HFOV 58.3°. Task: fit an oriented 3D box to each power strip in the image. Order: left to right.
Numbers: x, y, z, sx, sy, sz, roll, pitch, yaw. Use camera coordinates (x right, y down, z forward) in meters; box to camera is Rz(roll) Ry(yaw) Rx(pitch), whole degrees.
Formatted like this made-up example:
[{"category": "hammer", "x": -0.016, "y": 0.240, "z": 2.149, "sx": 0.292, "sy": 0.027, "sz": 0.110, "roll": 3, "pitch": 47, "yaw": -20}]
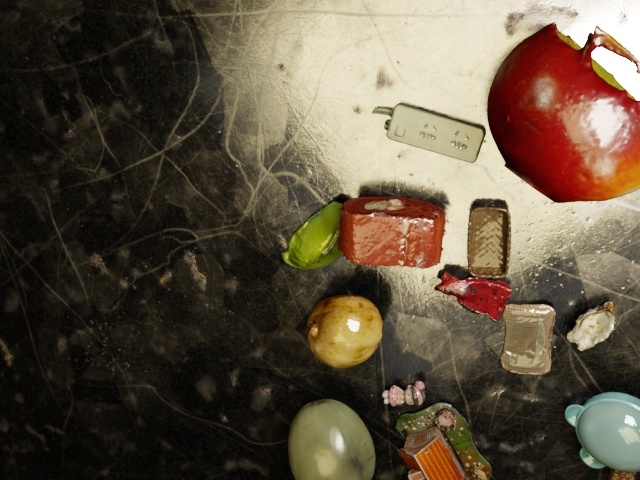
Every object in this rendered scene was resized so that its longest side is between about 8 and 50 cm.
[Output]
[{"category": "power strip", "x": 0.264, "y": -0.278, "z": 1.441, "sx": 0.288, "sy": 0.053, "sz": 0.093, "roll": 17, "pitch": 111, "yaw": 8}]

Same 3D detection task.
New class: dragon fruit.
[{"category": "dragon fruit", "x": 0.395, "y": 0.159, "z": 1.524, "sx": 0.192, "sy": 0.122, "sz": 0.092, "roll": 17, "pitch": 147, "yaw": 9}]

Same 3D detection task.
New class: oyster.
[{"category": "oyster", "x": 0.705, "y": 0.216, "z": 1.486, "sx": 0.103, "sy": 0.051, "sz": 0.148, "roll": 36, "pitch": 114, "yaw": -18}]

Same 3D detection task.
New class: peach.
[{"category": "peach", "x": 0.539, "y": -0.244, "z": 1.227, "sx": 0.406, "sy": 0.335, "sz": 0.310, "roll": 41, "pitch": 112, "yaw": -7}]

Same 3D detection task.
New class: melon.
[{"category": "melon", "x": 0.030, "y": 0.624, "z": 1.690, "sx": 0.272, "sy": 0.272, "sz": 0.308, "roll": -33, "pitch": 105, "yaw": 22}]

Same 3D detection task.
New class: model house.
[{"category": "model house", "x": 0.354, "y": 0.647, "z": 1.665, "sx": 0.207, "sy": 0.154, "sz": 0.294, "roll": -27, "pitch": 98, "yaw": 22}]

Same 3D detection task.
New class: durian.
[{"category": "durian", "x": 0.000, "y": 0.000, "z": 1.580, "sx": 0.250, "sy": 0.101, "sz": 0.139, "roll": -50, "pitch": 55, "yaw": 22}]

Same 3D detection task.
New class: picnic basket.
[{"category": "picnic basket", "x": 0.436, "y": 0.001, "z": 1.485, "sx": 0.110, "sy": 0.055, "sz": 0.193, "roll": 2, "pitch": 108, "yaw": 13}]

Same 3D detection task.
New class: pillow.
[{"category": "pillow", "x": 0.561, "y": 0.269, "z": 1.552, "sx": 0.135, "sy": 0.034, "sz": 0.211, "roll": 0, "pitch": 109, "yaw": 13}]

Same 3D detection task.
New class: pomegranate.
[{"category": "pomegranate", "x": 0.058, "y": 0.242, "z": 1.574, "sx": 0.215, "sy": 0.215, "sz": 0.215, "roll": 4, "pitch": 109, "yaw": 13}]

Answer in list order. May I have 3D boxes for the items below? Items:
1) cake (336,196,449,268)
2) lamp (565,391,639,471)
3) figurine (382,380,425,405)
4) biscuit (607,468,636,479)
[{"category": "cake", "x": 0.181, "y": -0.025, "z": 1.464, "sx": 0.283, "sy": 0.177, "sz": 0.151, "roll": 1, "pitch": 106, "yaw": 1}, {"category": "lamp", "x": 0.810, "y": 0.498, "z": 1.498, "sx": 0.284, "sy": 0.147, "sz": 0.209, "roll": -20, "pitch": 95, "yaw": 18}, {"category": "figurine", "x": 0.247, "y": 0.450, "z": 1.687, "sx": 0.129, "sy": 0.054, "sz": 0.072, "roll": -9, "pitch": 90, "yaw": 25}, {"category": "biscuit", "x": 0.841, "y": 0.659, "z": 1.603, "sx": 0.064, "sy": 0.034, "sz": 0.199, "roll": 6, "pitch": 109, "yaw": 12}]
